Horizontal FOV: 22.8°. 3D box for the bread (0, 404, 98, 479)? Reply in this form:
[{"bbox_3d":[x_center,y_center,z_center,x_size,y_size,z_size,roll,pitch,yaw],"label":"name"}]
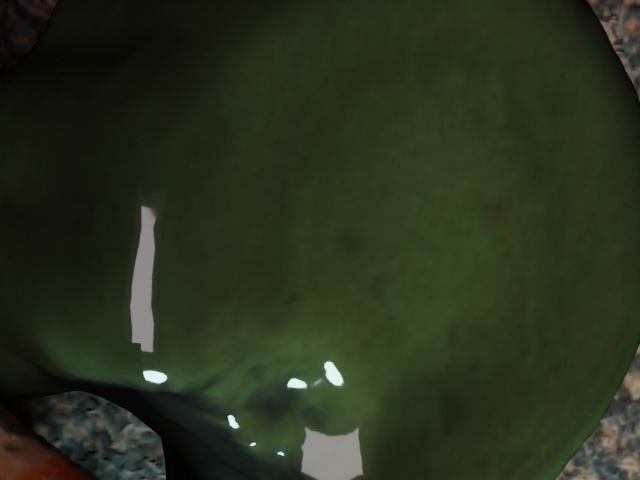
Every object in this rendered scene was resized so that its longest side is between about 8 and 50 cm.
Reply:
[{"bbox_3d":[-0.199,0.130,0.787,0.327,0.295,0.114,34,74,11],"label":"bread"}]

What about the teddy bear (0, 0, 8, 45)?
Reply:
[{"bbox_3d":[-0.181,-0.044,0.824,0.251,0.129,0.182,12,104,-13],"label":"teddy bear"}]

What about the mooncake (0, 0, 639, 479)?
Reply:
[{"bbox_3d":[0.000,0.000,0.786,0.351,0.187,0.351,-6,101,-36],"label":"mooncake"}]
